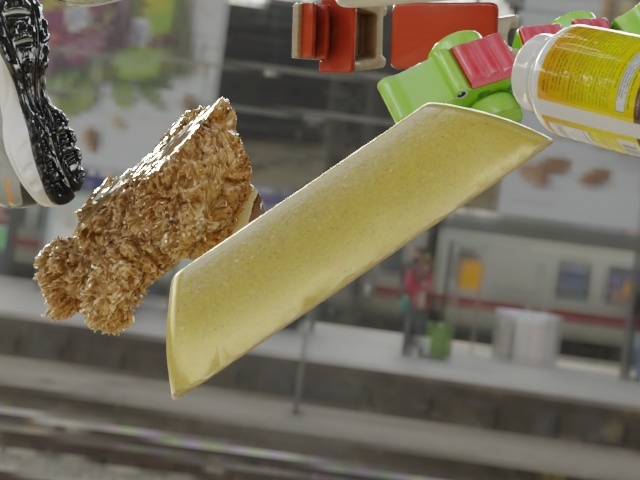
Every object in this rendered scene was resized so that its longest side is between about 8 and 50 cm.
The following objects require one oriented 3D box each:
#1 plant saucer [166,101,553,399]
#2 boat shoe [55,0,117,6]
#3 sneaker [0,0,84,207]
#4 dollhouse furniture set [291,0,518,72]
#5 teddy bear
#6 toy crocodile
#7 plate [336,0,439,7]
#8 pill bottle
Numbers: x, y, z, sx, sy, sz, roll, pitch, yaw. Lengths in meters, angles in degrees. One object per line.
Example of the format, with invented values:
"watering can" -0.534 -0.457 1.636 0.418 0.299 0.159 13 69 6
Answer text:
"plant saucer" 0.000 0.000 1.436 0.333 0.081 0.333 -34 -1 -6
"boat shoe" -0.048 -0.363 1.648 0.500 0.187 0.156 -21 -22 -10
"sneaker" -0.330 -0.160 1.837 0.108 0.271 0.100 -11 3 27
"dollhouse furniture set" 0.107 -0.252 2.222 0.259 0.262 0.135 4 4 36
"teddy bear" -0.159 -0.016 1.740 0.113 0.245 0.338 44 -51 -14
"toy crocodile" 0.228 -0.189 1.948 0.340 0.115 0.105 -13 -30 -13
"plate" 0.116 -0.325 1.403 0.278 0.277 0.045 5 -5 44
"pill bottle" 0.290 -0.148 1.774 0.117 0.117 0.215 8 8 -40
